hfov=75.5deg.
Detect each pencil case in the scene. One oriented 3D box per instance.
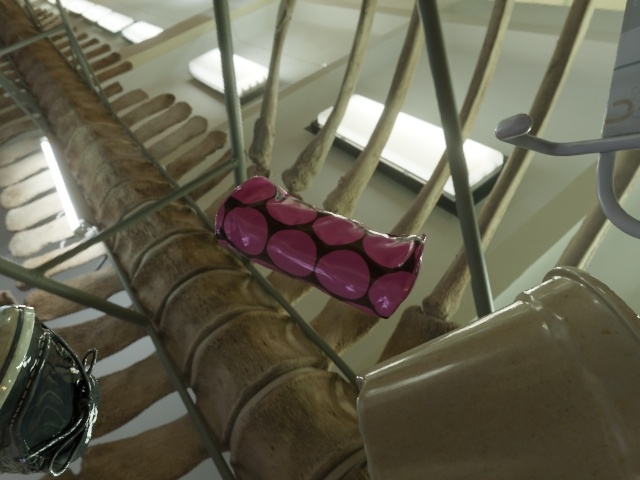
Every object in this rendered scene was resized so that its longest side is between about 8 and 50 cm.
[{"bbox_3d":[0.000,0.000,0.426,0.209,0.095,0.098,23,-111,12],"label":"pencil case"}]

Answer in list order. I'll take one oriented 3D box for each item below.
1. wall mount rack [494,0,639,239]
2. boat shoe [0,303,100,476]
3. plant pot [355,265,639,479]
[{"bbox_3d":[0.261,-0.174,0.247,0.130,0.350,0.304,9,-179,-22],"label":"wall mount rack"},{"bbox_3d":[-0.406,0.237,0.599,0.155,0.500,0.187,14,-130,-23],"label":"boat shoe"},{"bbox_3d":[0.218,0.237,0.521,0.305,0.334,0.334,-19,-137,8],"label":"plant pot"}]
